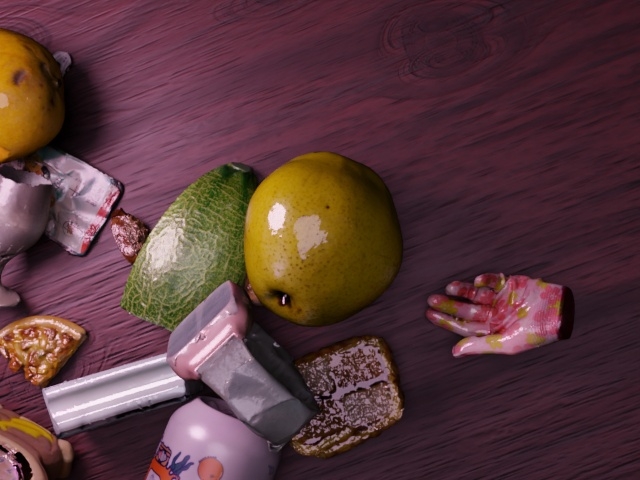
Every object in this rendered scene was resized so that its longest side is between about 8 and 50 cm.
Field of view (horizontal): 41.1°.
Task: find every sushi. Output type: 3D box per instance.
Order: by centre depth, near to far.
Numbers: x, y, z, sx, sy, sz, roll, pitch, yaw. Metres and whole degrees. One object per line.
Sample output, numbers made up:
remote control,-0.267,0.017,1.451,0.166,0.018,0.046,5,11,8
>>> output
sushi,-0.340,-0.003,1.568,0.055,0.052,0.120,-28,82,18

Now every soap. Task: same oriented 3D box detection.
soap,-0.340,0.260,1.498,0.261,0.150,0.094,-18,88,3

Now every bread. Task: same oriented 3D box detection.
bread,0.037,0.272,1.490,0.222,0.096,0.181,-22,81,3

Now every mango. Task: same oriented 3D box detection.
mango,-0.610,-0.266,1.527,0.365,0.182,0.253,21,63,33

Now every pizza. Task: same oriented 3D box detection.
pizza,-0.514,0.203,1.569,0.175,0.046,0.134,-14,85,4

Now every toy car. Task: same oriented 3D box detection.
toy car,-0.507,-0.318,1.616,0.041,0.025,0.093,33,90,5

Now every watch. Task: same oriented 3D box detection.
watch,-0.109,0.208,1.369,0.162,0.253,0.241,-45,104,4
watch,-0.610,0.499,1.453,0.314,0.335,0.327,29,108,1

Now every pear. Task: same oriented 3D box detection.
pear,0.000,0.000,1.425,0.294,0.294,0.294,0,86,5

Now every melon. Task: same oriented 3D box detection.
melon,-0.207,0.006,1.519,0.196,0.124,0.323,22,90,-1

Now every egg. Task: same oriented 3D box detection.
egg,-0.108,0.073,1.532,0.071,0.071,0.083,18,74,6

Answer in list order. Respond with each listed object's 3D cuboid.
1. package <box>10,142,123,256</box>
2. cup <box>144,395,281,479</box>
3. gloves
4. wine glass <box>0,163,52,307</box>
package,-0.502,-0.091,1.593,0.232,0.040,0.166,32,90,4
cup,-0.199,0.438,1.445,0.212,0.212,0.317,21,86,6
gloves,0.304,0.128,1.473,0.241,0.126,0.145,-1,91,33
wine glass,-0.564,-0.008,1.528,0.126,0.126,0.241,20,99,6
